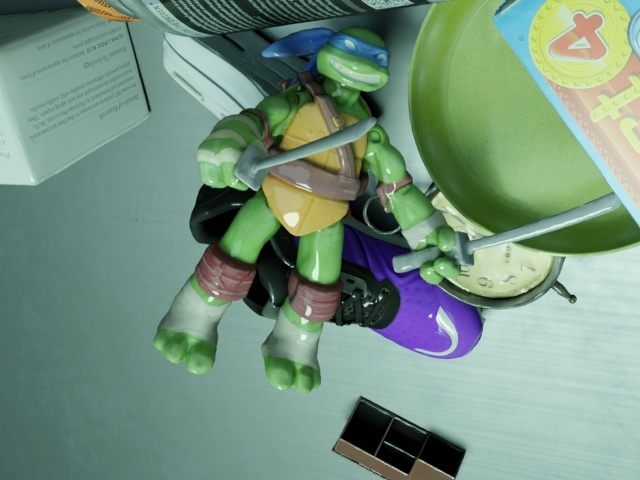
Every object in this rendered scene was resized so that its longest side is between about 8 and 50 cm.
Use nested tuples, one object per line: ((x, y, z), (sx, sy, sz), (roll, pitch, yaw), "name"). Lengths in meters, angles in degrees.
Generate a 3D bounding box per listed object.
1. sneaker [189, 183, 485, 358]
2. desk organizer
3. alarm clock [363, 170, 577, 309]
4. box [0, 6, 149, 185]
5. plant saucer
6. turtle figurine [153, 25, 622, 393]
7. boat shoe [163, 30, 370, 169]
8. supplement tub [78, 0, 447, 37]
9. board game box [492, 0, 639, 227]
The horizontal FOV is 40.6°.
((0.004, 0.037, 0.784), (0.293, 0.146, 0.102), (34, 129, 6), "sneaker")
((0.084, 0.225, 0.923), (0.130, 0.047, 0.050), (26, 125, 11), "desk organizer")
((0.128, -0.013, 0.740), (0.192, 0.064, 0.129), (9, 123, 19), "alarm clock")
((-0.293, -0.139, 0.810), (0.181, 0.182, 0.119), (3, 118, 26), "box")
((0.184, -0.109, 0.630), (0.241, 0.037, 0.241), (4, 101, 18), "plant saucer")
((0.000, 0.000, 0.599), (0.274, 0.198, 0.266), (40, 117, 29), "turtle figurine")
((-0.047, -0.124, 0.767), (0.226, 0.083, 0.076), (43, 143, 11), "boat shoe")
((-0.030, -0.246, 0.596), (0.316, 0.193, 0.194), (-1, 118, 29), "supplement tub")
((0.308, -0.095, 0.470), (0.302, 0.086, 0.308), (-33, 98, 38), "board game box")
